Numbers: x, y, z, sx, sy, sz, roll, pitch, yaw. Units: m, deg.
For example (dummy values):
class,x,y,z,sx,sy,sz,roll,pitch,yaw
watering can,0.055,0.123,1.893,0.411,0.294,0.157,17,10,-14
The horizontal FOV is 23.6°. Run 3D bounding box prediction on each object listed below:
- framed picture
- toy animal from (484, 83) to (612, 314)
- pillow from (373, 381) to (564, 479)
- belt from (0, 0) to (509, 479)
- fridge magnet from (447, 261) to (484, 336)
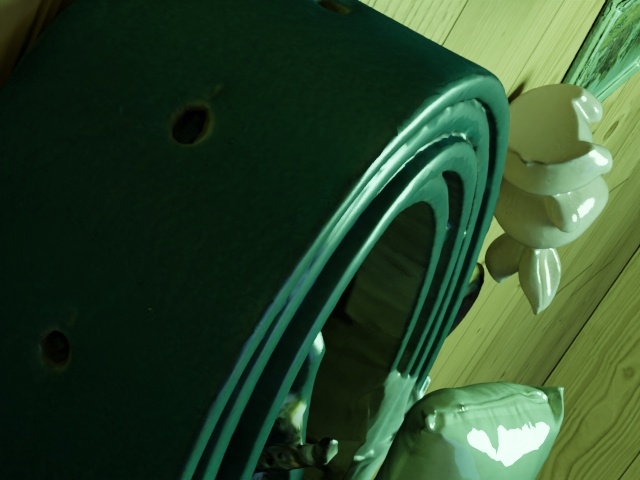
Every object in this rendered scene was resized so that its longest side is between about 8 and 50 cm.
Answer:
class,x,y,z,sx,sy,sz,roll,pitch,yaw
framed picture,0.310,-0.203,1.559,0.274,0.017,0.217,-39,161,-43
toy animal,0.202,-0.040,1.379,0.124,0.124,0.212,-45,152,-26
pillow,0.039,0.184,0.855,0.144,0.078,0.254,-15,137,-59
belt,-0.044,0.049,0.752,0.300,0.173,0.436,-49,166,-26
fridge magnet,0.104,0.054,1.438,0.143,0.063,0.143,-44,162,-19
